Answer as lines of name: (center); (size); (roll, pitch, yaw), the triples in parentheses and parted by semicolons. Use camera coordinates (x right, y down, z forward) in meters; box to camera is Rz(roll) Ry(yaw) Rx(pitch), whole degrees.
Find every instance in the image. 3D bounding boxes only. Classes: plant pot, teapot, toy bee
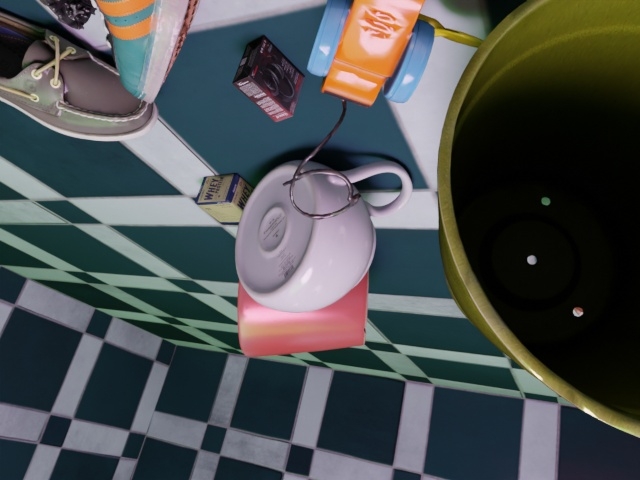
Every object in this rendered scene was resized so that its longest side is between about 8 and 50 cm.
plant pot: (0.277, -0.007, 0.533); (0.367, 0.366, 0.353); (12, 169, 6)
teapot: (0.000, 0.000, 0.821); (0.187, 0.252, 0.256); (16, 172, -38)
toy bee: (0.032, -0.191, 0.480); (0.195, 0.162, 0.298); (33, 127, -22)
plant pot: (-0.025, 0.114, 1.069); (0.244, 0.274, 0.275); (3, 156, 4)

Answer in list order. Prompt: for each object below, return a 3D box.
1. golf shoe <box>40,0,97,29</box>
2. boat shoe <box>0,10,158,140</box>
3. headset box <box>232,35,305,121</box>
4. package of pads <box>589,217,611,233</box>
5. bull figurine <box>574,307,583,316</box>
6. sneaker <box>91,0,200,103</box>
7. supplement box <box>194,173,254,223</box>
golf shoe: (-0.295, -0.298, 0.495); (0.094, 0.077, 0.198); (16, 153, 23)
boat shoe: (-0.362, -0.217, 0.658); (0.305, 0.109, 0.091); (20, 162, -5)
headset box: (-0.057, -0.187, 0.611); (0.032, 0.062, 0.083); (-7, 149, 42)
package of pads: (0.393, -0.030, 0.731); (0.083, 0.050, 0.032); (0, 159, 29)
bull figurine: (0.557, 0.082, 0.832); (0.311, 0.101, 0.188); (-2, 154, 32)
sneaker: (-0.175, -0.254, 0.480); (0.121, 0.108, 0.302); (21, 148, -15)
supplement box: (-0.166, -0.074, 0.944); (0.083, 0.056, 0.083); (-1, 153, 32)
